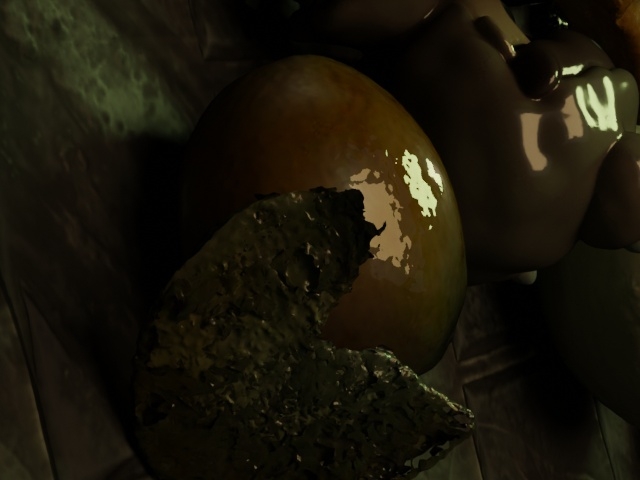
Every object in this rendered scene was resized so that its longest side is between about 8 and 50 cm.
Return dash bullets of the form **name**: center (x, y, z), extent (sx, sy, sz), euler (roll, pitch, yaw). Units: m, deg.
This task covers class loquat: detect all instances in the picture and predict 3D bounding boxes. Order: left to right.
- **loquat**: center (0.000, 0.000, 1.188), extent (0.179, 0.179, 0.227), euler (-11, 84, -59)

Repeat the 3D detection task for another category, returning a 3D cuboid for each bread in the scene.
- **bread**: center (0.229, -0.200, 1.426), extent (0.139, 0.077, 0.271), euler (-63, 153, -12)

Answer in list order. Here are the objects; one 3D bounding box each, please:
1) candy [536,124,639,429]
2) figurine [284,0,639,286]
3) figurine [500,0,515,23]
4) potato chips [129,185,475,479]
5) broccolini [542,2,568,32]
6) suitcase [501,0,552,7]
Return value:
- **candy**: center (0.273, 0.025, 1.595), extent (0.295, 0.185, 0.295), euler (-17, 90, -73)
- **figurine**: center (0.072, -0.117, 1.321), extent (0.380, 0.248, 0.203), euler (49, 55, -14)
- **figurine**: center (0.123, -0.126, 1.493), extent (0.112, 0.137, 0.229), euler (-51, 123, -15)
- **potato chips**: center (-0.015, 0.074, 1.106), extent (0.029, 0.202, 0.220), euler (-103, -177, -63)
- **broccolini**: center (0.210, -0.300, 1.764), extent (0.071, 0.058, 0.254), euler (156, -74, -78)
- **suitcase**: center (0.226, -0.339, 1.630), extent (0.434, 0.194, 0.283), euler (-15, 90, -50)
